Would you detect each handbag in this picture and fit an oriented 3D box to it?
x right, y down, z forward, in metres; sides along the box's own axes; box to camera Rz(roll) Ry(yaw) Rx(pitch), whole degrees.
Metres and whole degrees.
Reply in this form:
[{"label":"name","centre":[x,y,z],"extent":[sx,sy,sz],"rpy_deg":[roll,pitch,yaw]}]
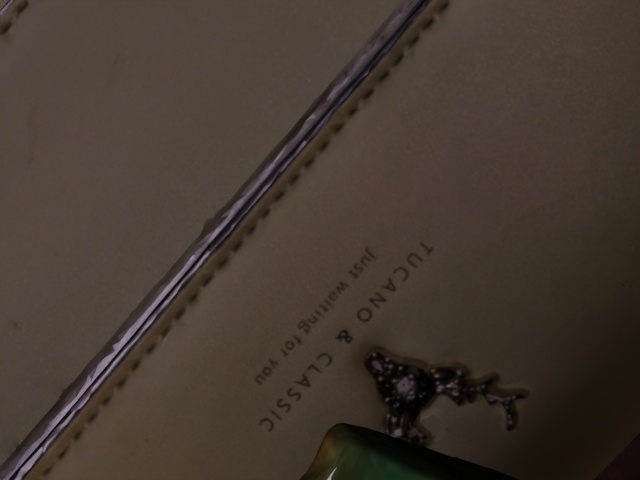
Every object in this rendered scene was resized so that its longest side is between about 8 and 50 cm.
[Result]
[{"label":"handbag","centre":[0.000,0.000,0.591],"extent":[0.358,0.237,0.160],"rpy_deg":[-48,7,12]}]

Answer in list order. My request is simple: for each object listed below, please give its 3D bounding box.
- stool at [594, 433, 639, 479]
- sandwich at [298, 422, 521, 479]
[{"label":"stool","centre":[0.048,0.201,0.788],"extent":[0.272,0.178,0.272],"rpy_deg":[-171,90,-80]},{"label":"sandwich","centre":[0.088,0.136,0.481],"extent":[0.212,0.292,0.109],"rpy_deg":[16,84,67]}]
